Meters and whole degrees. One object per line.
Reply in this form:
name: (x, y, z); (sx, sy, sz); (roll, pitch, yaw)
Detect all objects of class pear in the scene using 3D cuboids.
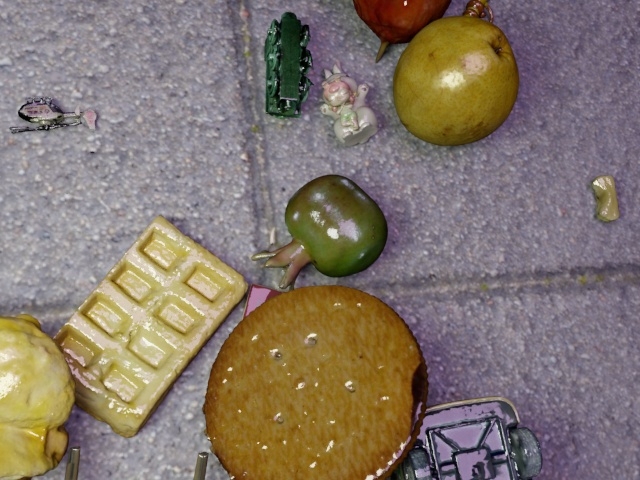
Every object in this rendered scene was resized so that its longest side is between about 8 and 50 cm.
pear: (0.219, -0.259, 1.204); (0.208, 0.209, 0.209); (5, 70, -15)

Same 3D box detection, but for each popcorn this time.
popcorn: (-0.385, 0.171, 0.867); (0.190, 0.191, 0.253); (-43, 78, -14)

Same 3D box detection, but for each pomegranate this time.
pomegranate: (0.000, 0.000, 1.092); (0.191, 0.131, 0.152); (-43, 79, -11)

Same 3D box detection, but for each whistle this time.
whistle: (0.289, -0.421, 1.379); (0.046, 0.057, 0.109); (13, 70, 37)

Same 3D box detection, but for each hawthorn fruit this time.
hawthorn fruit: (0.133, -0.415, 1.238); (0.189, 0.189, 0.252); (9, 104, -13)

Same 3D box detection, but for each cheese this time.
cheese: (0.494, -0.073, 1.310); (0.044, 0.030, 0.083); (1, 77, -23)

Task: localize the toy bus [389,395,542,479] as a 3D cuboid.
toy bus: (0.191, 0.393, 0.964); (0.176, 0.202, 0.366); (-7, 76, -12)

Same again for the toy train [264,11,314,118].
toy train: (-0.055, -0.267, 1.178); (0.071, 0.111, 0.171); (4, 73, -14)

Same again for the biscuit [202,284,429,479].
biscuit: (-0.010, 0.193, 0.968); (0.305, 0.038, 0.305); (-9, 57, 15)

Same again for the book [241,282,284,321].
book: (-0.009, 0.167, 1.081); (0.231, 0.022, 0.162); (17, 69, -10)

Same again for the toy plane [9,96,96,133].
toy plane: (-0.387, -0.181, 1.090); (0.120, 0.031, 0.049); (-6, 78, -16)

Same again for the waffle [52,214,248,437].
waffle: (-0.234, 0.109, 1.016); (0.168, 0.057, 0.274); (38, 65, -1)

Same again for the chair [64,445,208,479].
chair: (-0.227, 0.394, 0.871); (0.188, 0.166, 0.272); (8, 112, -15)

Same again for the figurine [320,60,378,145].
figurine: (0.041, -0.232, 1.197); (0.081, 0.098, 0.146); (-20, 79, -9)
